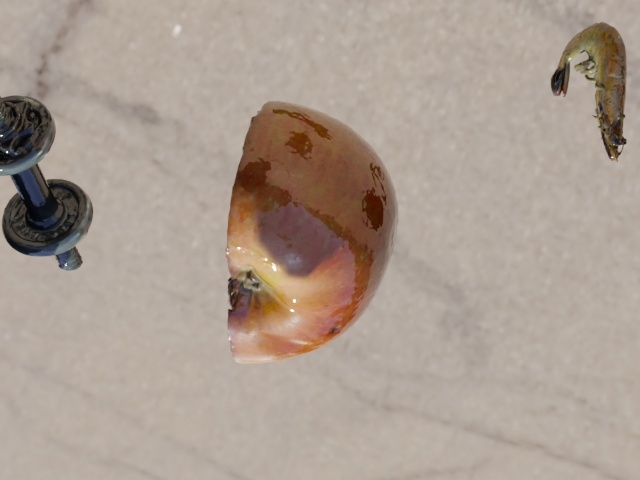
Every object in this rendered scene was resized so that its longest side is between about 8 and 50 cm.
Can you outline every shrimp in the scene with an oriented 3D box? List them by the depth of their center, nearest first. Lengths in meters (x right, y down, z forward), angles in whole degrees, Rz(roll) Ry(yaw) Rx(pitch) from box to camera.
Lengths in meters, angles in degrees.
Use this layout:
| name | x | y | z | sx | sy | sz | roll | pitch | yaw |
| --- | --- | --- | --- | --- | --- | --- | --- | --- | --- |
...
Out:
| name | x | y | z | sx | sy | sz | roll | pitch | yaw |
| --- | --- | --- | --- | --- | --- | --- | --- | --- | --- |
| shrimp | 0.331 | -0.180 | 1.998 | 0.034 | 0.178 | 0.124 | 1 | 174 | -38 |

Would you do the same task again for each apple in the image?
| name | x | y | z | sx | sy | sz | roll | pitch | yaw |
| --- | --- | --- | --- | --- | --- | --- | --- | --- | --- |
| apple | 0.000 | 0.000 | 1.784 | 0.163 | 0.251 | 0.293 | 6 | 133 | 10 |

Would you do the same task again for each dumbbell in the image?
| name | x | y | z | sx | sy | sz | roll | pitch | yaw |
| --- | --- | --- | --- | --- | --- | --- | --- | --- | --- |
| dumbbell | -0.245 | -0.053 | 1.345 | 0.081 | 0.081 | 0.254 | 10 | 147 | 19 |
